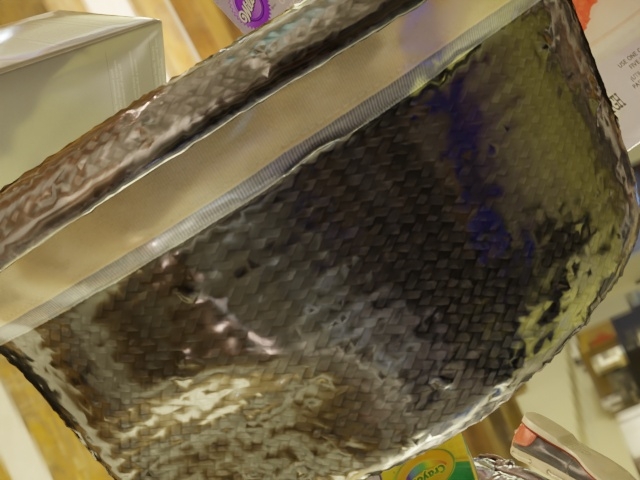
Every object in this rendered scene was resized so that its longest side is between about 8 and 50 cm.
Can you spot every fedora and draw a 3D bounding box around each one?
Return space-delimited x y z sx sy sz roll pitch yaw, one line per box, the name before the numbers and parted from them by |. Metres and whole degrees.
fedora | 0.000 0.000 0.455 0.152 0.334 0.334 57 -166 -7

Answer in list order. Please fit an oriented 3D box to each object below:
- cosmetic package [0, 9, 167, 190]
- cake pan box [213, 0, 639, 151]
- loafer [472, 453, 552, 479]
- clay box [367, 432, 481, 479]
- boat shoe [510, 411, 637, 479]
cosmetic package | -0.203 -0.069 0.781 0.238 0.107 0.127 -30 -55 -53
cake pan box | 0.083 -0.135 0.696 0.245 0.267 0.070 49 -129 -2
loafer | 0.213 0.286 1.251 0.302 0.095 0.109 -168 56 -77
clay box | 0.056 0.192 0.880 0.222 0.127 0.053 64 -169 -66
boat shoe | 0.221 0.200 1.028 0.049 0.043 0.137 6 -158 -47
